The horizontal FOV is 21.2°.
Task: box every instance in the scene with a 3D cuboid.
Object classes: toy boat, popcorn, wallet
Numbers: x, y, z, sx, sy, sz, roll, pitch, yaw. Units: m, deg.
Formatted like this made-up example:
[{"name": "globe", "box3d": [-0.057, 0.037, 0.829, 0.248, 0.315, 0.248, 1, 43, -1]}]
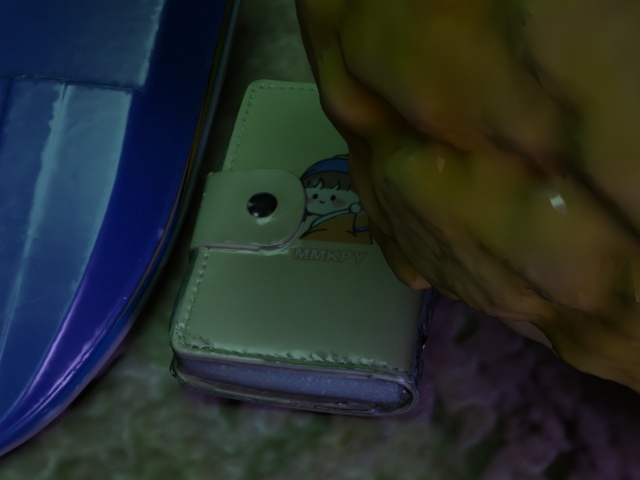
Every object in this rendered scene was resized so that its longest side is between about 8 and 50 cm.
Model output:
[{"name": "toy boat", "box3d": [-0.117, -0.039, 0.768, 0.129, 0.088, 0.295, 4, 63, 14]}, {"name": "popcorn", "box3d": [0.190, -0.094, 0.567, 0.390, 0.354, 0.344, -27, 86, 25]}, {"name": "wallet", "box3d": [0.000, 0.000, 0.734, 0.110, 0.039, 0.155, 6, 53, 11]}]
